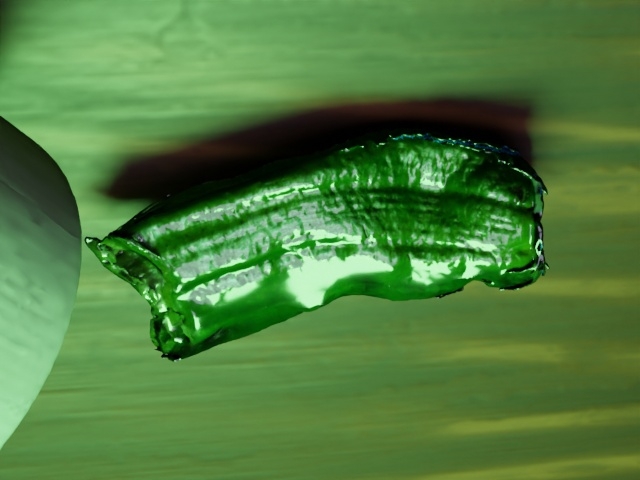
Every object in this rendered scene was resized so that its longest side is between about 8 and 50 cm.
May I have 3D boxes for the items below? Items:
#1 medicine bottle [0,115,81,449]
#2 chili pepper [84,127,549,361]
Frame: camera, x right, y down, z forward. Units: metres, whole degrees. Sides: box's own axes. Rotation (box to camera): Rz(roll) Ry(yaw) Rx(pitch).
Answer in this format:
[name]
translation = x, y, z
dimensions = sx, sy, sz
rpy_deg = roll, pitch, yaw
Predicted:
[medicine bottle]
translation = -0.274, -0.043, 0.557
dimensions = 0.211, 0.211, 0.371
rpy_deg = -33, 139, 16
[chili pepper]
translation = 0.000, -0.001, 0.779
dimensions = 0.224, 0.061, 0.098
rpy_deg = -9, 118, 0
